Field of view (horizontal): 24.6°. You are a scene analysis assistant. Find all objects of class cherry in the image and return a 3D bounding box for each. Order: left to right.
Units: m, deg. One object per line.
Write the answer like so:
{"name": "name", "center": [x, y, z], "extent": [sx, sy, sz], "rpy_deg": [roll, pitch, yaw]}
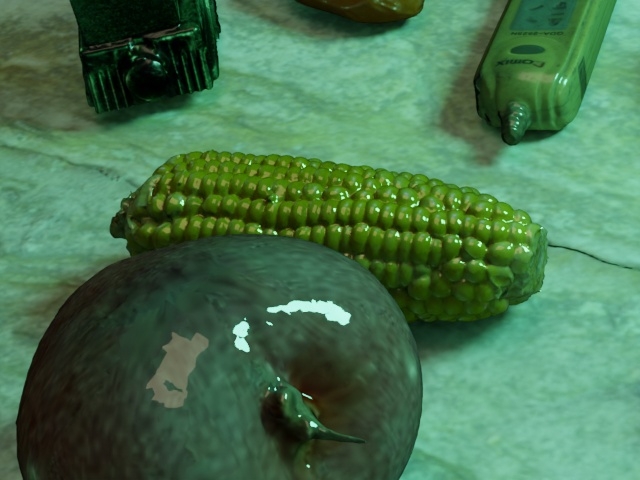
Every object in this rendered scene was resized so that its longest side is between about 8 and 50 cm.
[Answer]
{"name": "cherry", "center": [-0.076, 0.108, 0.955], "extent": [0.261, 0.221, 0.307], "rpy_deg": [-31, 30, -31]}

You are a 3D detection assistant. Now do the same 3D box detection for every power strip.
{"name": "power strip", "center": [0.220, -0.215, 1.356], "extent": [0.092, 0.066, 0.387], "rpy_deg": [4, 44, 23]}

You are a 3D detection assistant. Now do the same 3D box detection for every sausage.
{"name": "sausage", "center": [0.023, -0.265, 1.450], "extent": [0.179, 0.089, 0.089], "rpy_deg": [21, 51, 31]}

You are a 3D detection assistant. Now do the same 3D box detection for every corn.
{"name": "corn", "center": [0.000, 0.000, 1.127], "extent": [0.347, 0.130, 0.130], "rpy_deg": [6, 44, 18]}

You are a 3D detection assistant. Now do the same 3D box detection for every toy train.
{"name": "toy train", "center": [-0.185, -0.274, 1.447], "extent": [0.138, 0.178, 0.330], "rpy_deg": [-13, 42, 1]}
